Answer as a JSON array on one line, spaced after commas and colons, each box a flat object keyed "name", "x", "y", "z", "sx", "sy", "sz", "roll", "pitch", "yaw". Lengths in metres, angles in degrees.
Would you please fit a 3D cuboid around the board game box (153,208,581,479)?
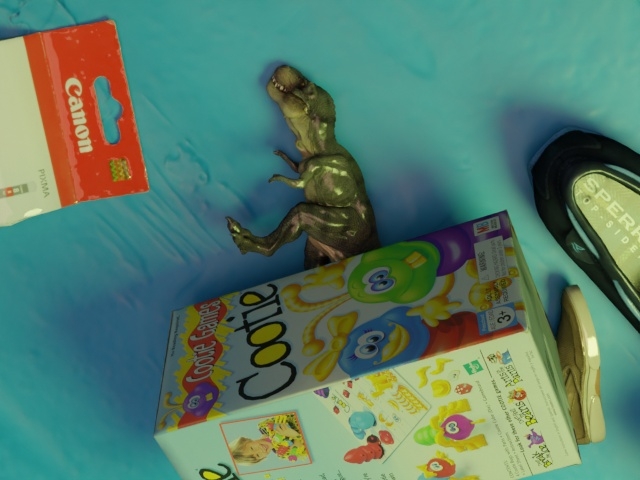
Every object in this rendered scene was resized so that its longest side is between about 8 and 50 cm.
[{"name": "board game box", "x": 0.035, "y": 0.107, "z": 0.985, "sx": 0.275, "sy": 0.142, "sz": 0.144, "roll": -17, "pitch": 125, "yaw": 12}]

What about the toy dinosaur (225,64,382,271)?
[{"name": "toy dinosaur", "x": 0.000, "y": 0.000, "z": 1.039, "sx": 0.118, "sy": 0.064, "sz": 0.268, "roll": -27, "pitch": 104, "yaw": 1}]

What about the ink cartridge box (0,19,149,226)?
[{"name": "ink cartridge box", "x": -0.238, "y": -0.087, "z": 1.035, "sx": 0.179, "sy": 0.045, "sz": 0.145, "roll": -8, "pitch": 103, "yaw": 7}]

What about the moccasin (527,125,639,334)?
[{"name": "moccasin", "x": 0.291, "y": 0.055, "z": 1.009, "sx": 0.342, "sy": 0.117, "sz": 0.138, "roll": 35, "pitch": 102, "yaw": -6}]

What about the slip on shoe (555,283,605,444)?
[{"name": "slip on shoe", "x": 0.201, "y": 0.103, "z": 1.061, "sx": 0.041, "sy": 0.051, "sz": 0.135, "roll": -9, "pitch": 111, "yaw": 2}]
